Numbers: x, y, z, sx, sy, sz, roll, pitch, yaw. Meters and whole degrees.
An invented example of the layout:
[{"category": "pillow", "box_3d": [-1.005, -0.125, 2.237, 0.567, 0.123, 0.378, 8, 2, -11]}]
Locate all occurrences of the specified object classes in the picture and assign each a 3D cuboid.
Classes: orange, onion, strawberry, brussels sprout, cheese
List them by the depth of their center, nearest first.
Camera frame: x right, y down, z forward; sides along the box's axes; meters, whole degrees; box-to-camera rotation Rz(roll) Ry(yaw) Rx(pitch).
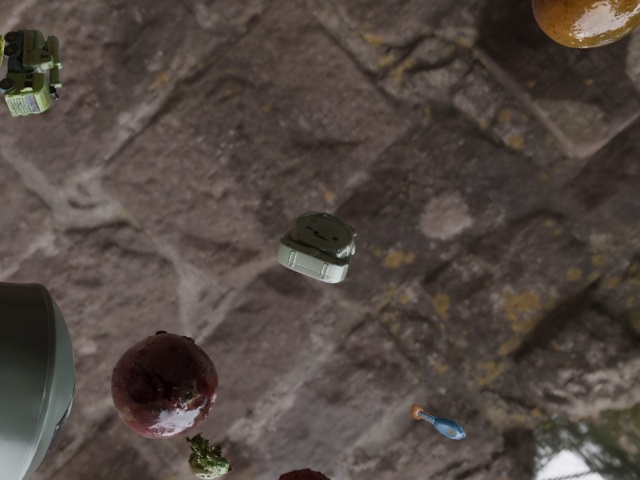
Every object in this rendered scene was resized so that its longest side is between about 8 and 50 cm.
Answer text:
[{"category": "onion", "box_3d": [-0.218, 0.216, 1.478, 0.159, 0.159, 0.195, -42, -160, -19]}, {"category": "orange", "box_3d": [0.431, -0.401, 1.544, 0.240, 0.171, 0.240, -53, -173, 10]}, {"category": "brussels sprout", "box_3d": [-0.181, 0.339, 1.585, 0.058, 0.085, 0.085, -30, 180, -9]}, {"category": "cheese", "box_3d": [0.219, 0.339, 1.892, 0.017, 0.111, 0.047, -49, 158, -46]}, {"category": "strawberry", "box_3d": [-0.019, 0.512, 2.027, 0.187, 0.146, 0.082, -126, -122, -74]}]

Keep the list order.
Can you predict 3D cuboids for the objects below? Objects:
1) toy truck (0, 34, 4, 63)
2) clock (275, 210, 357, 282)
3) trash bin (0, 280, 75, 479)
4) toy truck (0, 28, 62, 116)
[{"category": "toy truck", "box_3d": [-0.632, -0.269, 1.561, 0.157, 0.272, 0.124, -104, -148, -42]}, {"category": "clock", "box_3d": [0.000, 0.000, 2.087, 0.191, 0.151, 0.062, -64, 172, -53]}, {"category": "trash bin", "box_3d": [-0.523, 0.164, 1.259, 0.280, 0.432, 0.280, -29, -126, 51]}, {"category": "toy truck", "box_3d": [-0.527, -0.312, 1.861, 0.100, 0.169, 0.077, -4, 149, -2]}]
